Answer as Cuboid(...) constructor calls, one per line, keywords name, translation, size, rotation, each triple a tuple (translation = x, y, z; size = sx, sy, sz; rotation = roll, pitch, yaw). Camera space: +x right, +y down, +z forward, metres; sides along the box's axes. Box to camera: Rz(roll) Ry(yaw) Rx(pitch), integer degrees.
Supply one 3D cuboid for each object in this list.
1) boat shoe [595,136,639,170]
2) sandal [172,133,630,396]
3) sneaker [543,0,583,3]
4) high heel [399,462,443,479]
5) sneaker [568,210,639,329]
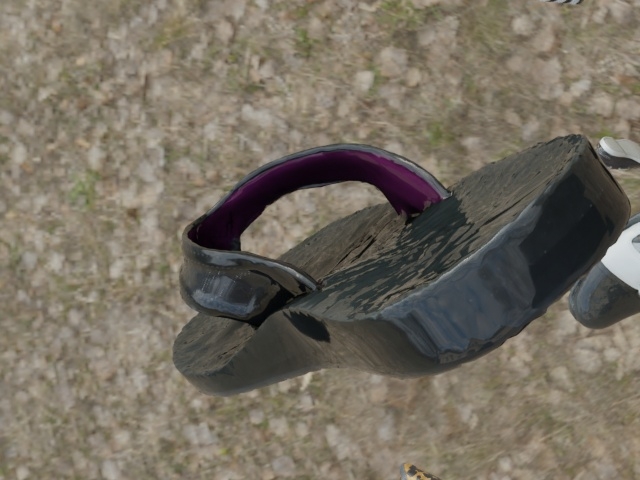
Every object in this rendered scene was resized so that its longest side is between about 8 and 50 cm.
Cuboid(name="boat shoe", translation=(0.438, -0.121, 1.550), size=(0.038, 0.125, 0.046), rotation=(-49, 56, 32))
Cuboid(name="sandal", translation=(0.002, -0.002, 0.616), size=(0.107, 0.167, 0.446), rotation=(52, 156, -8))
Cuboid(name="sneaker", translation=(0.210, -0.320, 1.045), size=(0.228, 0.086, 0.132), rotation=(-122, 36, -59))
Cuboid(name="high heel", translation=(0.248, 0.470, 1.961), size=(0.093, 0.261, 0.186), rotation=(-44, 69, 21))
Cuboid(name="sneaker", translation=(0.417, 0.022, 1.150), size=(0.330, 0.122, 0.146), rotation=(-42, 51, 28))
